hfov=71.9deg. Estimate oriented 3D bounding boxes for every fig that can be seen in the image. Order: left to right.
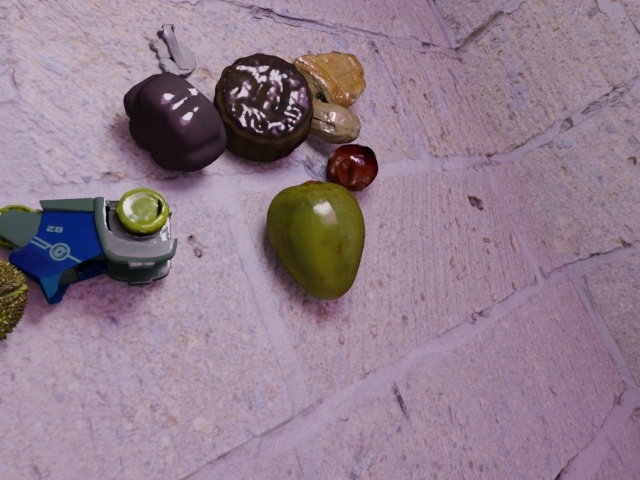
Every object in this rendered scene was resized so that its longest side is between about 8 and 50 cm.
[{"bbox_3d":[0.000,0.000,1.193,0.258,0.258,0.326,-25,103,-43],"label":"fig"}]

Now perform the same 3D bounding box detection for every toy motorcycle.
[{"bbox_3d":[-0.459,0.020,0.874,0.327,0.191,0.199,-5,73,-24],"label":"toy motorcycle"}]

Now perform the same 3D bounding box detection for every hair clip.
[{"bbox_3d":[-0.417,-0.536,1.268,0.116,0.049,0.172,-21,84,-38],"label":"hair clip"}]

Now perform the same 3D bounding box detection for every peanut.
[{"bbox_3d":[-0.011,-0.394,1.421,0.290,0.130,0.130,21,52,4],"label":"peanut"}]

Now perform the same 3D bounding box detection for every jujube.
[{"bbox_3d":[0.115,-0.251,1.469,0.168,0.168,0.236,51,30,-5],"label":"jujube"}]

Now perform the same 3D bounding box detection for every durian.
[{"bbox_3d":[-0.593,0.115,0.736,0.159,0.146,0.198,46,51,-31],"label":"durian"}]

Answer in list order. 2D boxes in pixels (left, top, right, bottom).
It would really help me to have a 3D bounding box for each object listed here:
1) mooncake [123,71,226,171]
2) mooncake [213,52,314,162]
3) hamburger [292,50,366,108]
[{"bbox_3d":[-0.351,-0.276,1.064,0.245,0.245,0.133,47,55,-9],"label":"mooncake"},{"bbox_3d":[-0.157,-0.374,1.250,0.291,0.161,0.290,3,78,-14],"label":"mooncake"},{"bbox_3d":[0.029,-0.523,1.532,0.330,0.162,0.208,-25,87,-46],"label":"hamburger"}]
